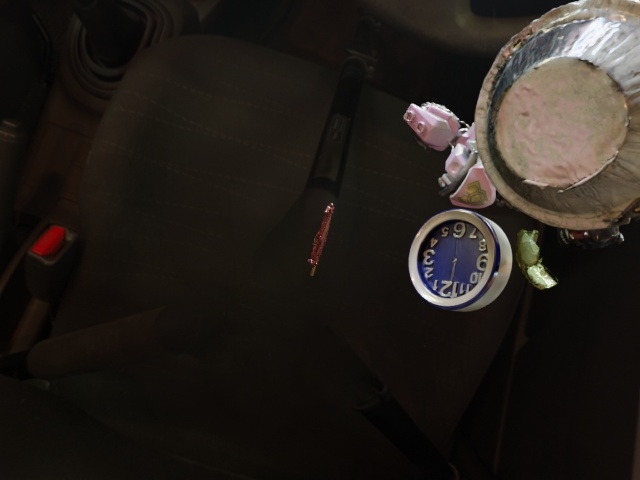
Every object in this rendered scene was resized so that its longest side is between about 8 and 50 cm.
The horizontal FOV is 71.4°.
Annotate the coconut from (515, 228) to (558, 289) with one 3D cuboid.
[{"bbox_3d":[0.431,0.035,0.906,0.158,0.055,0.133,48,32,-33],"label":"coconut"}]

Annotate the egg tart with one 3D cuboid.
[{"bbox_3d":[0.256,-0.122,0.458,0.094,0.234,0.234,-16,84,-37],"label":"egg tart"}]

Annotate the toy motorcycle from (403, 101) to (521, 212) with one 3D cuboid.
[{"bbox_3d":[0.289,-0.177,0.919,0.188,0.143,0.327,-15,59,-37],"label":"toy motorcycle"}]

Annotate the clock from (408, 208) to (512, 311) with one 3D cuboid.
[{"bbox_3d":[0.314,0.046,1.021,0.083,0.230,0.230,13,76,-41],"label":"clock"}]

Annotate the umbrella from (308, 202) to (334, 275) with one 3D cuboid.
[{"bbox_3d":[0.000,0.000,0.901,0.027,0.025,0.165,0,119,-33],"label":"umbrella"}]

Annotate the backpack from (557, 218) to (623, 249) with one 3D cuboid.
[{"bbox_3d":[0.657,-0.034,1.106,0.106,0.165,0.120,6,76,-8],"label":"backpack"}]
